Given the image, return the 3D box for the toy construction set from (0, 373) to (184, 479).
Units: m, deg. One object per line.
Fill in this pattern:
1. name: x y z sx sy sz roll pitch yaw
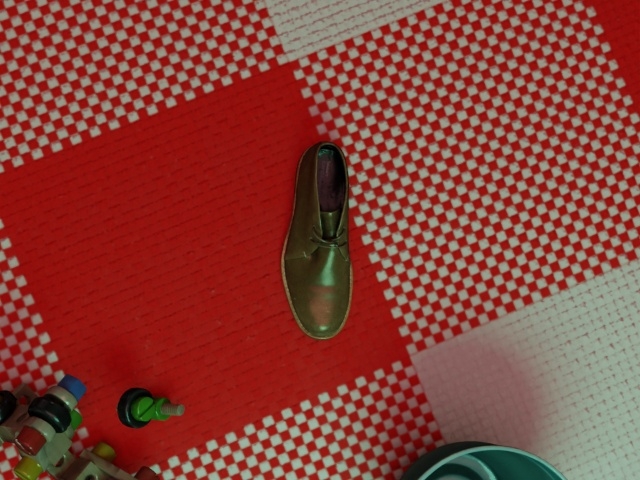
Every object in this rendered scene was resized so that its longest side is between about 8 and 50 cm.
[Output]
1. toy construction set: -0.393 0.338 1.353 0.237 0.257 0.309 -2 65 37

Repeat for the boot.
1. boot: 0.000 0.000 1.435 0.112 0.115 0.305 0 88 -7

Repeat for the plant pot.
1. plant pot: 0.211 0.410 1.364 0.271 0.255 0.272 0 87 -6
